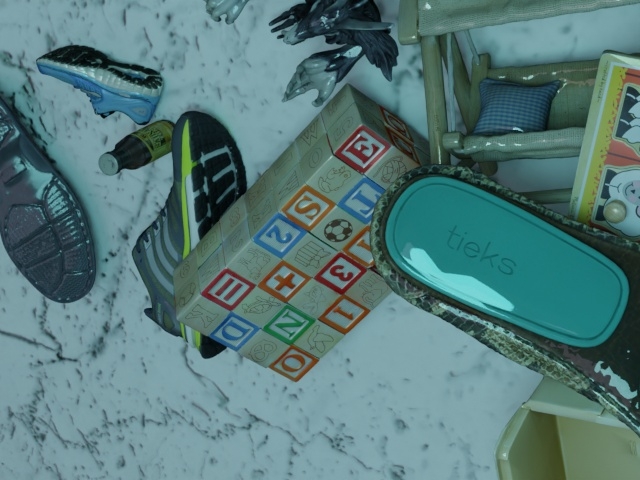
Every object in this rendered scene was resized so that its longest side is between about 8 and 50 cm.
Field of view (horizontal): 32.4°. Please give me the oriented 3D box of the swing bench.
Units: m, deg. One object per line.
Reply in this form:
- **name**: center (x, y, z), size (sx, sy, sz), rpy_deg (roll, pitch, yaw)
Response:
- **swing bench**: center (0.222, -0.168, 1.005), size (0.253, 0.165, 0.254), rpy_deg (-5, 110, 28)

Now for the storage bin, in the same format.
- **storage bin**: center (0.323, 0.277, 1.046), size (0.262, 0.123, 0.260), rpy_deg (6, 124, 35)

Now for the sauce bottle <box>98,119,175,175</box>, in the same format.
- **sauce bottle**: center (-0.205, -0.104, 1.252), size (0.042, 0.128, 0.042), rpy_deg (9, 114, 20)

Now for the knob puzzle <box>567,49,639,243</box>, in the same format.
- **knob puzzle**: center (0.306, -0.050, 0.894), size (0.213, 0.030, 0.213), rpy_deg (12, 120, 21)

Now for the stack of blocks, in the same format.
- **stack of blocks**: center (0.000, 0.000, 1.177), size (0.171, 0.087, 0.297), rpy_deg (31, 115, -29)

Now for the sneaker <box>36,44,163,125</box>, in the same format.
- **sneaker**: center (-0.264, -0.177, 1.288), size (0.162, 0.063, 0.073), rpy_deg (22, 122, 16)

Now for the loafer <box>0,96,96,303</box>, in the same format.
- **loafer**: center (-0.368, -0.067, 1.382), size (0.109, 0.095, 0.302), rpy_deg (-27, 104, 1)

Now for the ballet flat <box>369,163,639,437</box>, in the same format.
- **ballet flat**: center (0.267, 0.080, 0.933), size (0.483, 0.182, 0.164), rpy_deg (28, 87, 16)

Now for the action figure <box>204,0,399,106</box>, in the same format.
- **action figure**: center (-0.017, -0.210, 1.037), size (0.141, 0.275, 0.164), rpy_deg (-37, 110, 1)

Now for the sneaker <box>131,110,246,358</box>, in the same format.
- **sneaker**: center (-0.164, -0.008, 1.289), size (0.121, 0.111, 0.299), rpy_deg (14, 114, 24)
